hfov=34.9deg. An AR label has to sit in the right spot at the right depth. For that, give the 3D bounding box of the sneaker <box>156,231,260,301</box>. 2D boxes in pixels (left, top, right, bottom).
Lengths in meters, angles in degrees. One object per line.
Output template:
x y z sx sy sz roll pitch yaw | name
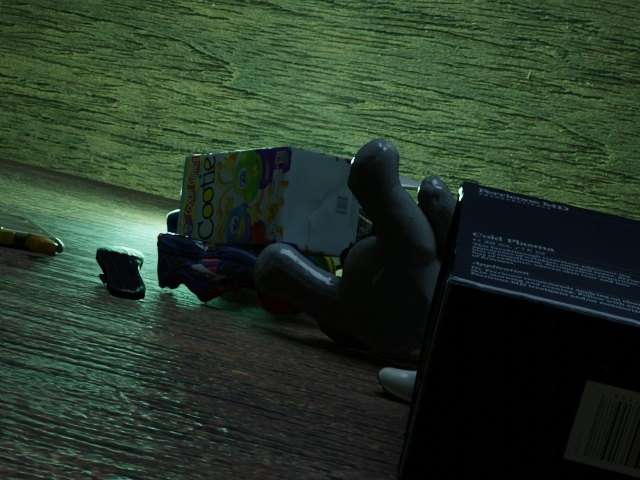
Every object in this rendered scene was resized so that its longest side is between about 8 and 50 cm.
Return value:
-0.140 0.049 1.447 0.221 0.087 0.083 11 -3 29 | sneaker

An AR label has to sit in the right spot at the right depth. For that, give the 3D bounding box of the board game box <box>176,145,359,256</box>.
-0.083 -0.055 1.532 0.142 0.144 0.275 9 -5 -38 | board game box

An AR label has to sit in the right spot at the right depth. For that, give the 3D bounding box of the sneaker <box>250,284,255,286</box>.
-0.113 0.037 1.769 0.104 0.095 0.236 21 11 16 | sneaker

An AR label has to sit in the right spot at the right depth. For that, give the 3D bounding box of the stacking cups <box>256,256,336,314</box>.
-0.047 0.066 1.611 0.096 0.096 0.316 14 8 9 | stacking cups

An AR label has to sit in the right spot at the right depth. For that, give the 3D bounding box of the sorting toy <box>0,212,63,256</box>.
-0.518 -0.018 1.575 0.229 0.041 0.307 16 2 -28 | sorting toy

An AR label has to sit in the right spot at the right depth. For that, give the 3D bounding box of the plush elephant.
0.135 0.037 1.350 0.330 0.272 0.255 43 26 12 | plush elephant

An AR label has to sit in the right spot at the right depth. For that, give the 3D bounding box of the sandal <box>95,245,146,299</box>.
-0.276 0.051 1.402 0.067 0.040 0.179 6 20 -17 | sandal

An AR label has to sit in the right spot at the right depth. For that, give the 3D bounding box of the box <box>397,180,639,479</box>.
0.264 0.101 0.889 0.343 0.179 0.312 14 19 6 | box

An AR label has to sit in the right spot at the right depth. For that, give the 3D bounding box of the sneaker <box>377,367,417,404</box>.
0.144 0.145 1.092 0.161 0.075 0.057 14 4 11 | sneaker

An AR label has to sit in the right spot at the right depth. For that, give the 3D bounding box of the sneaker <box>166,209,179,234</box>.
-0.204 -0.006 2.118 0.131 0.112 0.296 -14 20 -42 | sneaker

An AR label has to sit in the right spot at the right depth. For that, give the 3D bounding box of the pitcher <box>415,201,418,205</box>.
0.190 0.037 1.825 0.177 0.207 0.125 11 4 -22 | pitcher

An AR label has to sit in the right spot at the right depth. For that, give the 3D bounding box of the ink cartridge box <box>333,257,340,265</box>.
0.000 0.000 2.030 0.127 0.128 0.176 -17 -5 16 | ink cartridge box

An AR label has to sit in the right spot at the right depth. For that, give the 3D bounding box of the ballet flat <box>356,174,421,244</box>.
0.155 0.003 1.642 0.482 0.182 0.164 28 12 6 | ballet flat
